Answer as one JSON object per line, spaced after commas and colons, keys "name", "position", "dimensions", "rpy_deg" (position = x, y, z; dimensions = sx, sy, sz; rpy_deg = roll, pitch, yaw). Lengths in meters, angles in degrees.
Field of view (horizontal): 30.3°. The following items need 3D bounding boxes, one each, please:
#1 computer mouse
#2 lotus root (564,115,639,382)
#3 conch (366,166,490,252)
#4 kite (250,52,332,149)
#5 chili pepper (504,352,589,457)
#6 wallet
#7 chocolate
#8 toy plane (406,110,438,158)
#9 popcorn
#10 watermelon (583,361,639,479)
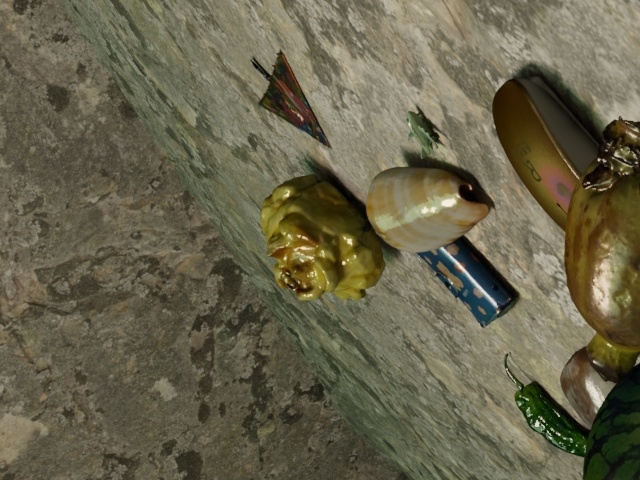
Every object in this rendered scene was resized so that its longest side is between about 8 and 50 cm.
{"name": "computer mouse", "position": [0.311, -0.062, 1.408], "dimensions": [0.310, 0.072, 0.158], "rpy_deg": [49, 170, 1]}
{"name": "lotus root", "position": [0.335, 0.010, 1.247], "dimensions": [0.169, 0.141, 0.314], "rpy_deg": [-109, 19, -61]}
{"name": "conch", "position": [0.154, -0.045, 1.861], "dimensions": [0.158, 0.127, 0.255], "rpy_deg": [54, 164, -8]}
{"name": "kite", "position": [-0.058, -0.258, 2.238], "dimensions": [0.234, 0.016, 0.321], "rpy_deg": [50, 168, 2]}
{"name": "chili pepper", "position": [0.430, 0.331, 2.168], "dimensions": [0.279, 0.065, 0.122], "rpy_deg": [39, 155, 34]}
{"name": "wallet", "position": [0.241, 0.055, 2.016], "dimensions": [0.202, 0.059, 0.141], "rpy_deg": [47, 169, 9]}
{"name": "chocolate", "position": [0.469, 0.289, 1.858], "dimensions": [0.254, 0.080, 0.157], "rpy_deg": [47, 167, 12]}
{"name": "toy plane", "position": [0.151, -0.160, 1.762], "dimensions": [0.080, 0.033, 0.083], "rpy_deg": [29, 149, 60]}
{"name": "popcorn", "position": [0.000, 0.000, 2.360], "dimensions": [0.286, 0.215, 0.252], "rpy_deg": [40, -157, 20]}
{"name": "watermelon", "position": [0.458, 0.276, 1.293], "dimensions": [0.363, 0.363, 0.363], "rpy_deg": [47, 167, 14]}
